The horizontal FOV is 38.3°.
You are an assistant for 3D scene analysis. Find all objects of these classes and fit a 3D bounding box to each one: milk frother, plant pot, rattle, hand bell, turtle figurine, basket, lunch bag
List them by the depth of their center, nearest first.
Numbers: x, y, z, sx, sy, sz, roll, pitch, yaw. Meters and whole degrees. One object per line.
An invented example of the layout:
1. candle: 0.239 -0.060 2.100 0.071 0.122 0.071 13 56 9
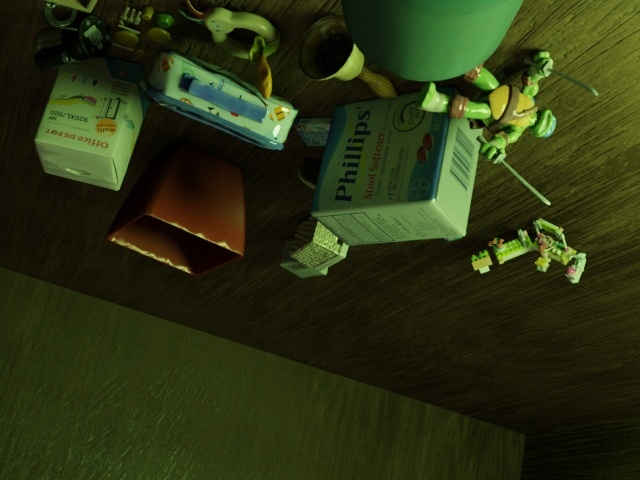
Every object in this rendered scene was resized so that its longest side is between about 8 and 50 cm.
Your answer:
1. plant pot: 0.155 -0.397 1.231 0.341 0.341 0.334 11 166 5
2. turtle figurine: 0.322 -0.248 1.627 0.266 0.274 0.197 21 122 -9
3. rattle: -0.180 -0.358 1.706 0.200 0.142 0.130 20 171 -31
4. hand bell: 0.075 -0.317 1.740 0.126 0.126 0.242 -3 164 34
5. lunch bag: -0.203 -0.277 1.803 0.303 0.115 0.243 21 -170 -16
6. milk frother: -0.513 -0.416 1.819 0.135 0.129 0.143 -4 109 33
7. plant pot: -0.335 -0.088 2.289 0.267 0.235 0.267 25 155 -27
8. basket: 0.000 0.000 2.479 0.103 0.113 0.167 23 155 -18

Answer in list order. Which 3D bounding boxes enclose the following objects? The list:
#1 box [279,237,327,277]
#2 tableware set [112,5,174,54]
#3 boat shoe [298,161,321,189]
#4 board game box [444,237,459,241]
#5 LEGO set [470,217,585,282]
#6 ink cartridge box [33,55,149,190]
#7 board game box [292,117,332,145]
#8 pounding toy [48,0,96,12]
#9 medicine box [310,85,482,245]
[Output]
1. box: -0.042 0.047 2.642 0.101 0.087 0.102 -10 149 43
2. tableware set: -0.346 -0.413 1.811 0.104 0.024 0.154 16 156 -17
3. boat shoe: 0.030 -0.135 2.215 0.190 0.068 0.072 19 168 -16
4. board game box: 0.235 -0.112 2.029 0.210 0.160 0.047 26 153 -31
5. LEGO set: 0.501 0.013 2.245 0.287 0.132 0.107 7 149 30
6. ink cartridge box: -0.486 -0.257 1.973 0.171 0.232 0.168 13 158 -2
7. board game box: -0.004 -0.239 2.037 0.090 0.020 0.090 1 155 24
8. pounding toy: -0.450 -0.490 1.614 0.141 0.100 0.130 11 161 -26
9. medicine box: 0.155 -0.145 1.858 0.289 0.263 0.149 -4 151 35
